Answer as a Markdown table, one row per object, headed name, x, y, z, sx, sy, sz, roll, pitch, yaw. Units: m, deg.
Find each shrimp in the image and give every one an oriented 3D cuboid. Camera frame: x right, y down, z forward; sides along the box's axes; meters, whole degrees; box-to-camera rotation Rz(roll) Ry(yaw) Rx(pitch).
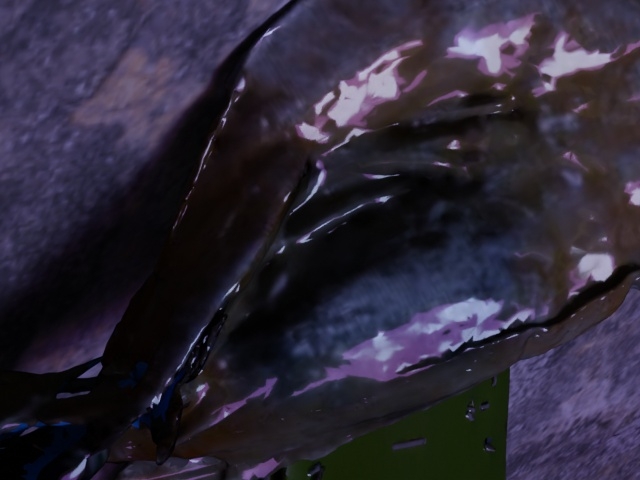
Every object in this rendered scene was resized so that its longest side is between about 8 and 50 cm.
| name | x | y | z | sx | sy | sz | roll | pitch | yaw |
| --- | --- | --- | --- | --- | --- | --- | --- | --- | --- |
| shrimp | 0.000 | 0.000 | 0.964 | 0.445 | 0.110 | 0.221 | -31 | 108 | -7 |

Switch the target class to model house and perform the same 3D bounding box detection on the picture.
| name | x | y | z | sx | sy | sz | roll | pitch | yaw |
| --- | --- | --- | --- | --- | --- | --- | --- | --- | --- |
| model house | -0.010 | 0.136 | 1.181 | 0.294 | 0.154 | 0.207 | 0 | 88 | -61 |
